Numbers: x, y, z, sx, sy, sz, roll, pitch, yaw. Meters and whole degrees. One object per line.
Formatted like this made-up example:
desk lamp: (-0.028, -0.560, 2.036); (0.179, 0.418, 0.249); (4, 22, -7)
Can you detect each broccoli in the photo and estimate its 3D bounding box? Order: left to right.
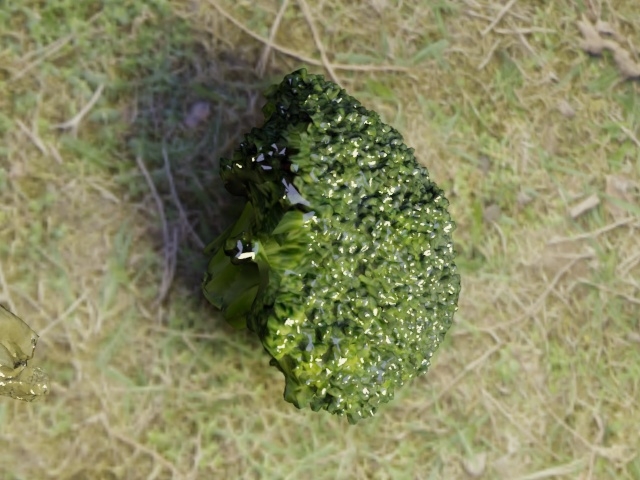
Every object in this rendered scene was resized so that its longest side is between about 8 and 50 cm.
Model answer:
broccoli: (0.002, -0.003, 0.815); (0.226, 0.198, 0.176); (41, 96, 24)

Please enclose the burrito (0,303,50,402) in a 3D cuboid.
burrito: (-0.271, 0.040, 0.746); (0.229, 0.058, 0.063); (26, 64, -13)
